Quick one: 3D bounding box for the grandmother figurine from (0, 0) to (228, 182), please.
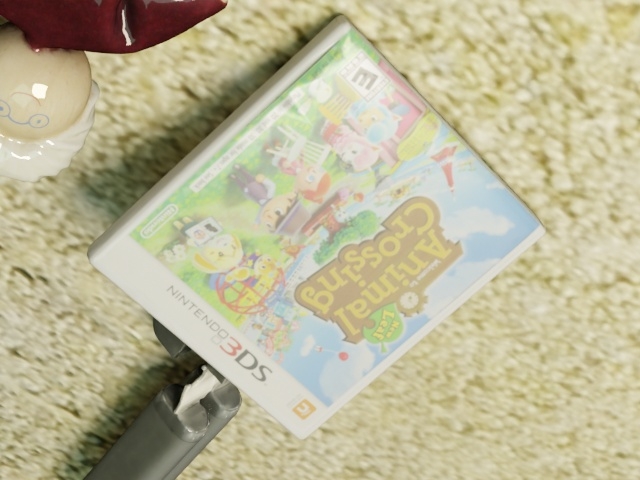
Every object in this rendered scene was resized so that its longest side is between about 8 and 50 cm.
[{"bbox_3d":[-0.129,-0.171,0.754,0.207,0.104,0.342,26,127,-1],"label":"grandmother figurine"}]

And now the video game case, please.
[{"bbox_3d":[0.000,0.000,0.879,0.212,0.023,0.193,-42,115,11],"label":"video game case"}]

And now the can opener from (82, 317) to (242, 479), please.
[{"bbox_3d":[-0.101,0.109,1.017,0.093,0.074,0.280,47,128,14],"label":"can opener"}]
